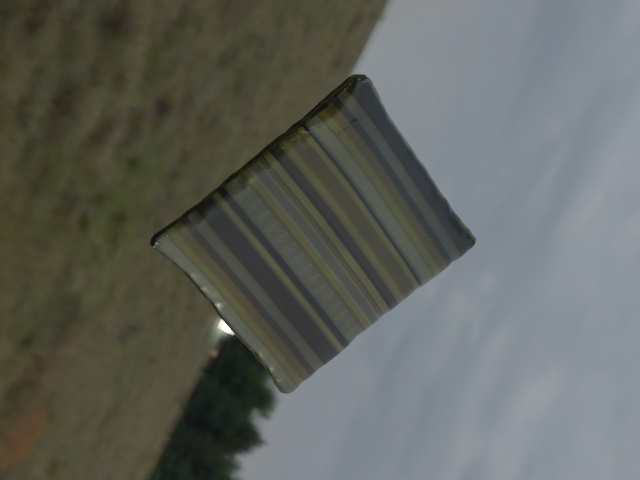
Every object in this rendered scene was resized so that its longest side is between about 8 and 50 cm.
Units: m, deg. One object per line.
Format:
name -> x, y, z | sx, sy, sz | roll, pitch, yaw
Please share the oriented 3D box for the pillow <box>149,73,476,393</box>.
pillow -> 0.000, 0.000, 1.249 | 0.212, 0.208, 0.052 | -39, -142, -3
